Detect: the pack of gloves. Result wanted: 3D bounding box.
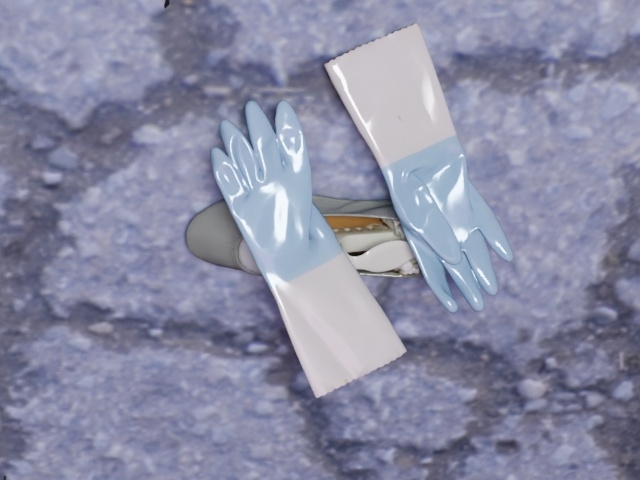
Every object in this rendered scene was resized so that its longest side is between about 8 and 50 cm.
[{"bbox_3d":[0.031,-0.025,1.024,0.195,0.046,0.232,-26,98,-13],"label":"pack of gloves"}]

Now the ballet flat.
[{"bbox_3d":[0.000,0.000,1.058,0.213,0.068,0.072,-2,120,-11],"label":"ballet flat"}]
